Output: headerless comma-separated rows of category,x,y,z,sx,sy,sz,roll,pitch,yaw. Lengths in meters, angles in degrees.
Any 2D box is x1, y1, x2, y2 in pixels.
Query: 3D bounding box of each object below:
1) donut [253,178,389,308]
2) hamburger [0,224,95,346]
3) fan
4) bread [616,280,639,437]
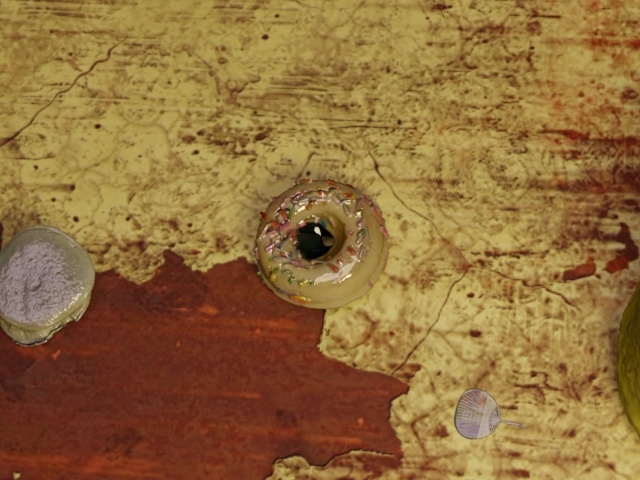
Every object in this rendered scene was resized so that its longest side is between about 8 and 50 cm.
donut,0.000,0.000,1.990,0.174,0.068,0.175,-2,72,6
hamburger,-0.348,0.054,2.014,0.133,0.062,0.140,43,78,14
fan,0.193,0.215,1.927,0.080,0.003,0.060,41,80,18
bread,0.508,0.105,1.770,0.348,0.308,0.348,-1,71,2
